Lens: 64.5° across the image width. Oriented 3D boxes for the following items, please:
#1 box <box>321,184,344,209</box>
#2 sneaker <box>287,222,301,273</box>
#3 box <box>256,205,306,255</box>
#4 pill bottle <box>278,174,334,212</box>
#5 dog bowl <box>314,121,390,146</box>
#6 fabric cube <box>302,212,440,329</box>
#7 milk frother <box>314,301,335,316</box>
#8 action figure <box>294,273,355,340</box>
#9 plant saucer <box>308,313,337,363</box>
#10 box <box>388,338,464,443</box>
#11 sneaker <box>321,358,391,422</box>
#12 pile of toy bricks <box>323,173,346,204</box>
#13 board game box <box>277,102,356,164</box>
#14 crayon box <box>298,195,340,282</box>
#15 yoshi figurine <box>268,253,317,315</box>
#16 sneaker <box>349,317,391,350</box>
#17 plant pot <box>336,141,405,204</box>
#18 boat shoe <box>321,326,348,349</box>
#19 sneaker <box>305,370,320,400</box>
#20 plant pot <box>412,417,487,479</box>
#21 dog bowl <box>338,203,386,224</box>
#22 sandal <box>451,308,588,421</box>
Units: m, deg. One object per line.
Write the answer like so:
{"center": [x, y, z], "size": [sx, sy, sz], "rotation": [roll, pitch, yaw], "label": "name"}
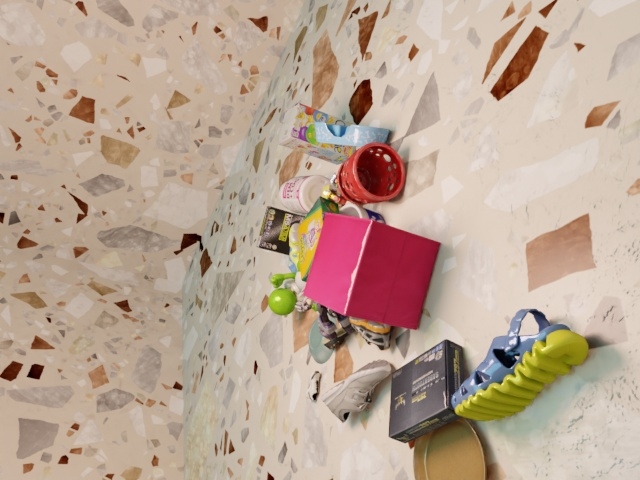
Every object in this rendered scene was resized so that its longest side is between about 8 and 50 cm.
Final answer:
{"center": [0.037, -0.091, 1.963], "size": [0.058, 0.087, 0.232], "rotation": [-8, 70, 63], "label": "box"}
{"center": [-0.108, 0.046, 2.171], "size": [0.126, 0.091, 0.240], "rotation": [-49, 37, 43], "label": "sneaker"}
{"center": [-0.172, -0.039, 2.238], "size": [0.045, 0.184, 0.190], "rotation": [15, 88, 66], "label": "box"}
{"center": [-0.065, -0.192, 2.133], "size": [0.283, 0.161, 0.160], "rotation": [10, 85, 64], "label": "pill bottle"}
{"center": [0.108, -0.378, 1.832], "size": [0.297, 0.166, 0.074], "rotation": [13, 103, 36], "label": "dog bowl"}
{"center": [0.142, 0.084, 1.452], "size": [0.254, 0.259, 0.258], "rotation": [13, 87, 61], "label": "fabric cube"}
{"center": [0.025, 0.207, 1.765], "size": [0.143, 0.135, 0.129], "rotation": [-67, 26, 15], "label": "milk frother"}
{"center": [0.014, 0.195, 1.616], "size": [0.099, 0.185, 0.285], "rotation": [45, 159, 53], "label": "action figure"}
{"center": [-0.003, 0.351, 1.856], "size": [0.195, 0.038, 0.194], "rotation": [-38, 44, 50], "label": "plant saucer"}
{"center": [0.258, 0.374, 1.250], "size": [0.232, 0.059, 0.183], "rotation": [-49, 22, 44], "label": "box"}
{"center": [0.126, 0.450, 1.515], "size": [0.115, 0.105, 0.281], "rotation": [55, 129, 15], "label": "sneaker"}
{"center": [0.111, -0.173, 1.810], "size": [0.105, 0.212, 0.118], "rotation": [31, 101, 23], "label": "pile of toy bricks"}
{"center": [-0.006, -0.416, 2.006], "size": [0.144, 0.275, 0.142], "rotation": [-3, 73, 63], "label": "board game box"}
{"center": [0.000, 0.000, 1.721], "size": [0.165, 0.081, 0.278], "rotation": [-54, 26, 32], "label": "crayon box"}
{"center": [-0.086, 0.182, 1.944], "size": [0.362, 0.203, 0.203], "rotation": [-51, 41, 45], "label": "yoshi figurine"}
{"center": [0.150, 0.276, 1.549], "size": [0.215, 0.084, 0.083], "rotation": [-170, 70, -73], "label": "sneaker"}
{"center": [0.154, -0.211, 1.674], "size": [0.174, 0.191, 0.191], "rotation": [-14, 64, 64], "label": "plant pot"}
{"center": [0.063, 0.331, 1.735], "size": [0.133, 0.042, 0.049], "rotation": [-38, 12, 33], "label": "boat shoe"}
{"center": [-0.018, 0.518, 1.804], "size": [0.044, 0.040, 0.109], "rotation": [18, 96, 48], "label": "sneaker"}
{"center": [0.299, 0.516, 1.167], "size": [0.236, 0.032, 0.236], "rotation": [-40, 42, 51], "label": "plant pot"}
{"center": [0.112, 0.015, 1.730], "size": [0.265, 0.104, 0.264], "rotation": [-41, 41, 49], "label": "dog bowl"}
{"center": [0.390, 0.256, 1.043], "size": [0.317, 0.126, 0.138], "rotation": [-49, 31, 27], "label": "sandal"}
